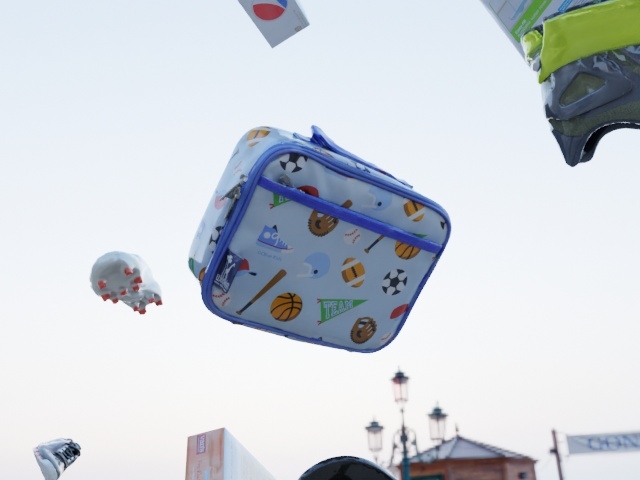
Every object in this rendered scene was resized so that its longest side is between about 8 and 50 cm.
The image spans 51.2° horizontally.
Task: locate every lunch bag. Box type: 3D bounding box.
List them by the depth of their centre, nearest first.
[{"bbox_3d":[0.000,0.000,0.813,0.303,0.115,0.243,20,-74,-30],"label":"lunch bag"}]

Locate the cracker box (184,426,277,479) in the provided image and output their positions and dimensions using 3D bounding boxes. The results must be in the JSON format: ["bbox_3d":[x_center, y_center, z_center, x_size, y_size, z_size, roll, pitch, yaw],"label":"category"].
[{"bbox_3d":[-0.123,0.403,0.994,0.067,0.156,0.232,-16,-45,11],"label":"cracker box"}]

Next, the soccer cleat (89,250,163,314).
[{"bbox_3d":[-0.260,0.044,0.877,0.068,0.076,0.196,-27,-17,-6],"label":"soccer cleat"}]

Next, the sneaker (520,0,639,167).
[{"bbox_3d":[0.301,-0.126,0.474,0.299,0.121,0.111,-7,-1,36],"label":"sneaker"}]

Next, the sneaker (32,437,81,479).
[{"bbox_3d":[-0.422,0.344,1.080,0.064,0.061,0.158,-22,6,-21],"label":"sneaker"}]

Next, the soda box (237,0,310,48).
[{"bbox_3d":[-0.097,-0.383,0.961,0.073,0.069,0.216,-28,-35,12],"label":"soda box"}]

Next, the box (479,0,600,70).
[{"bbox_3d":[0.291,-0.351,0.728,0.126,0.231,0.262,-2,-36,-33],"label":"box"}]

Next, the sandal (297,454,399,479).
[{"bbox_3d":[0.062,0.255,0.624,0.179,0.040,0.067,26,-74,-11],"label":"sandal"}]
